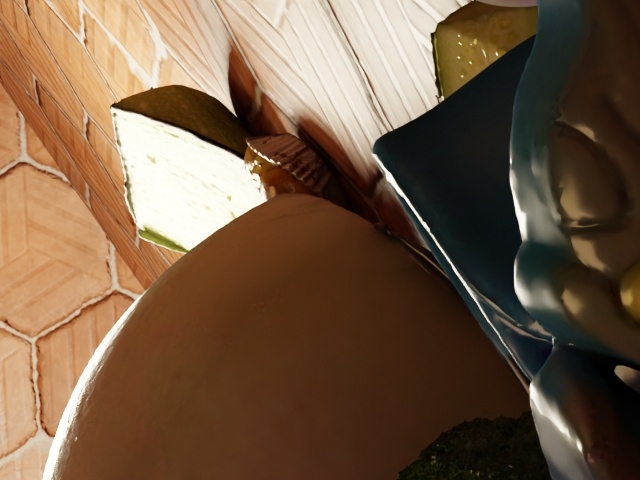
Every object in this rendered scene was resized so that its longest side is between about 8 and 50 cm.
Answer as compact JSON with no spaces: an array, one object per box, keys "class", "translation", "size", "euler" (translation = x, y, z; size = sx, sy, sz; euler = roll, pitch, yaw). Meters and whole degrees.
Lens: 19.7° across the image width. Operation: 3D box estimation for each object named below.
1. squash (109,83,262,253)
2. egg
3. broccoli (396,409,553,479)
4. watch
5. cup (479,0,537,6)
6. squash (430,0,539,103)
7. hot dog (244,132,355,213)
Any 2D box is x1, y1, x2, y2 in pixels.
[{"class":"squash","translation":[-0.069,-0.055,1.526],"size":[0.184,0.085,0.192],"euler":[20,150,14]},{"class":"egg","translation":[-0.034,0.194,1.256],"size":[0.354,0.340,0.354],"euler":[41,161,18]},{"class":"broccoli","translation":[0.143,0.212,0.955],"size":[0.270,0.270,0.270],"euler":[37,115,57]},{"class":"watch","translation":[0.114,0.015,0.603],"size":[0.305,0.241,0.274],"euler":[58,-178,-26]},{"class":"cup","translation":[0.083,-0.143,0.658],"size":[0.104,0.074,0.116],"euler":[20,145,29]},{"class":"squash","translation":[0.114,-0.014,0.846],"size":[0.090,0.075,0.200],"euler":[-10,118,49]},{"class":"hot dog","translation":[0.000,0.000,1.402],"size":[0.191,0.059,0.108],"euler":[59,169,-30]}]
